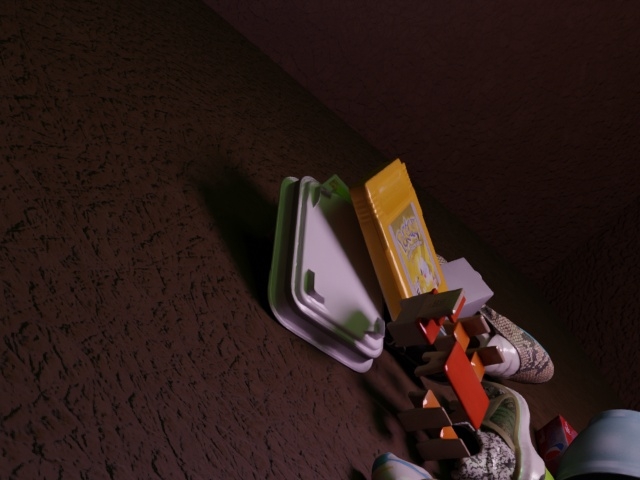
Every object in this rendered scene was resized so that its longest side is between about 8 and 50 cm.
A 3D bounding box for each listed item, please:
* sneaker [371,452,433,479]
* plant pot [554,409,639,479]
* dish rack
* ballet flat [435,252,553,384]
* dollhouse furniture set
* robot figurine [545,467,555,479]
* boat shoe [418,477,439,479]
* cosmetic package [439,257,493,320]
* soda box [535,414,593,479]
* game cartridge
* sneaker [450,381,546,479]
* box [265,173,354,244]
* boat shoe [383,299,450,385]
[{"bbox_3d":[0.168,0.399,1.326,0.229,0.087,0.092,42,14,-25],"label":"sneaker"},{"bbox_3d":[0.663,0.495,1.923,0.293,0.293,0.196,40,47,-23],"label":"plant pot"},{"bbox_3d":[0.032,0.049,1.637,0.285,0.072,0.333,36,42,-34],"label":"dish rack"},{"bbox_3d":[0.384,0.230,2.283,0.483,0.164,0.182,44,36,6],"label":"ballet flat"},{"bbox_3d":[0.238,0.218,1.574,0.259,0.135,0.262,60,38,-21],"label":"dollhouse furniture set"},{"bbox_3d":[0.463,0.520,1.856,0.115,0.067,0.101,58,7,35],"label":"robot figurine"},{"bbox_3d":[0.221,0.468,1.256,0.341,0.122,0.110,55,9,-8],"label":"boat shoe"},{"bbox_3d":[0.289,0.136,2.125,0.238,0.107,0.127,-10,56,-44],"label":"cosmetic package"},{"bbox_3d":[0.597,0.532,2.162,0.092,0.083,0.263,47,14,-3],"label":"soda box"},{"bbox_3d":[0.165,0.011,1.749,0.285,0.053,0.323,-41,115,-65],"label":"game cartridge"},{"bbox_3d":[0.301,0.365,1.698,0.182,0.158,0.410,30,14,-10],"label":"sneaker"},{"bbox_3d":[-0.004,-0.035,1.817,0.114,0.103,0.203,47,35,1],"label":"box"},{"bbox_3d":[0.166,0.184,1.861,0.335,0.121,0.119,43,21,27],"label":"boat shoe"}]
